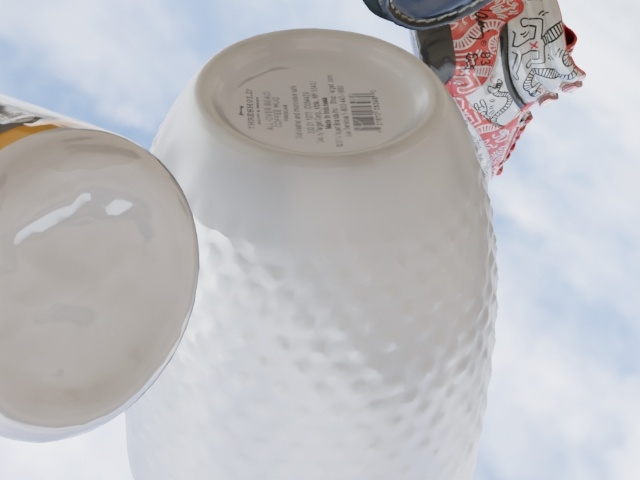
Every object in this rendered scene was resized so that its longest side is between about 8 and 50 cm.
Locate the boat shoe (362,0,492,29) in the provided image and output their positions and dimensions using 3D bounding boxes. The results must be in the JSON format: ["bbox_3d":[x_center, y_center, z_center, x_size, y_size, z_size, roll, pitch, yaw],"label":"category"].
[{"bbox_3d":[0.128,-0.186,0.705,0.127,0.340,0.113,8,-126,-39],"label":"boat shoe"}]

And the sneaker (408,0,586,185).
[{"bbox_3d":[0.168,-0.114,1.391,0.145,0.270,0.090,-13,-130,2],"label":"sneaker"}]

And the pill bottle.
[{"bbox_3d":[-0.207,-0.007,0.836,0.162,0.162,0.278,0,-166,-45],"label":"pill bottle"}]

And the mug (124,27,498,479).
[{"bbox_3d":[0.000,0.000,1.140,0.276,0.328,0.374,7,-141,6],"label":"mug"}]
